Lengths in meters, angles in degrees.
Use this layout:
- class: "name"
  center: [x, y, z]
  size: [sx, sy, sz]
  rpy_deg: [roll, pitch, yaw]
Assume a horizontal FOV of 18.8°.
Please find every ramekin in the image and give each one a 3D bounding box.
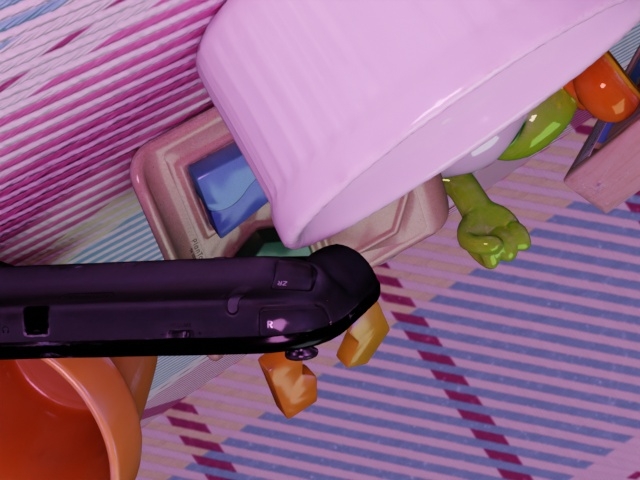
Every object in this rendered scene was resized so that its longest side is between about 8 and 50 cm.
- class: "ramekin"
  center: [0.057, -0.125, 1.182]
  size: [0.277, 0.135, 0.277]
  rpy_deg: [-34, 174, -4]

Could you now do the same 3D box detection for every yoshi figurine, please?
- class: "yoshi figurine"
  center: [0.074, -0.065, 1.564]
  size: [0.362, 0.203, 0.203]
  rpy_deg: [-33, 164, 12]

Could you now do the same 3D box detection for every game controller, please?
- class: "game controller"
  center: [-0.125, 0.043, 1.254]
  size: [0.319, 0.067, 0.166]
  rpy_deg: [-2, -177, 18]

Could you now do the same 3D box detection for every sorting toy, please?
- class: "sorting toy"
  center: [0.000, 0.000, 1.446]
  size: [0.229, 0.041, 0.307]
  rpy_deg: [-32, 135, -13]

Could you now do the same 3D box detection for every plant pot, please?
- class: "plant pot"
  center: [-0.213, 0.115, 1.461]
  size: [0.205, 0.205, 0.188]
  rpy_deg: [-37, -172, 28]

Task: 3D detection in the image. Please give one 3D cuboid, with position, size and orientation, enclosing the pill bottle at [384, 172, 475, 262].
- class: "pill bottle"
  center: [0.050, -0.047, 1.827]
  size: [0.124, 0.124, 0.221]
  rpy_deg: [-31, 174, -28]

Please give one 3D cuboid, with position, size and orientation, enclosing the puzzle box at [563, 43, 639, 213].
- class: "puzzle box"
  center: [0.365, -0.230, 1.640]
  size: [0.409, 0.052, 0.272]
  rpy_deg: [-58, -173, -29]
